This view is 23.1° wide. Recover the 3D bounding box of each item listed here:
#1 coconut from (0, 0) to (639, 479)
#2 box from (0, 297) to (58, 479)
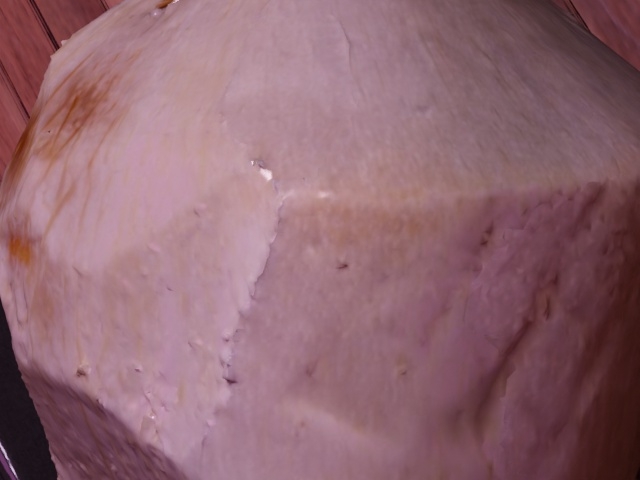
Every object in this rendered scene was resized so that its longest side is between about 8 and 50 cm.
[{"bbox_3d":[0.000,0.000,0.839,0.415,0.344,0.415,10,107,37],"label":"coconut"},{"bbox_3d":[-0.159,0.178,1.055,0.204,0.251,0.345,-44,69,35],"label":"box"}]
